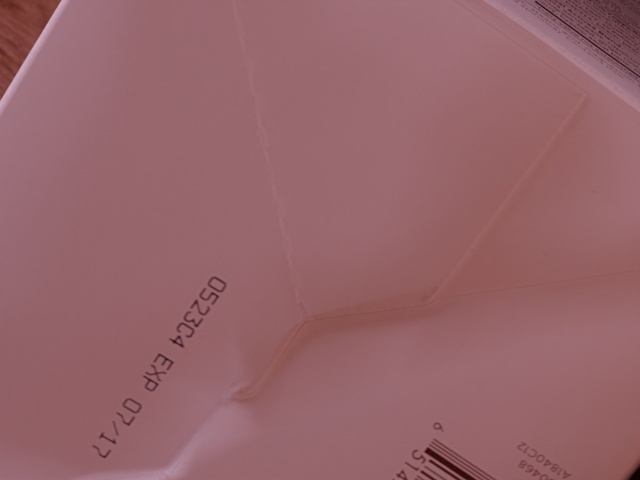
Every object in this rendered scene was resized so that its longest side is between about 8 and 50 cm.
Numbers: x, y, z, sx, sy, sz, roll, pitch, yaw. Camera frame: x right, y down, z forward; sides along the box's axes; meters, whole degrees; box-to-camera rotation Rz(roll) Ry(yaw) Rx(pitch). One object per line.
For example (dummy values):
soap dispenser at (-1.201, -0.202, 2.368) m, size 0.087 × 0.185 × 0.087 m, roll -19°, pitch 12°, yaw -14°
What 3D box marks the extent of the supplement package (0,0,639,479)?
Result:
supplement package at (0.000, 0.000, 0.473) m, size 0.194 × 0.149 × 0.203 m, roll -54°, pitch 3°, yaw 21°
